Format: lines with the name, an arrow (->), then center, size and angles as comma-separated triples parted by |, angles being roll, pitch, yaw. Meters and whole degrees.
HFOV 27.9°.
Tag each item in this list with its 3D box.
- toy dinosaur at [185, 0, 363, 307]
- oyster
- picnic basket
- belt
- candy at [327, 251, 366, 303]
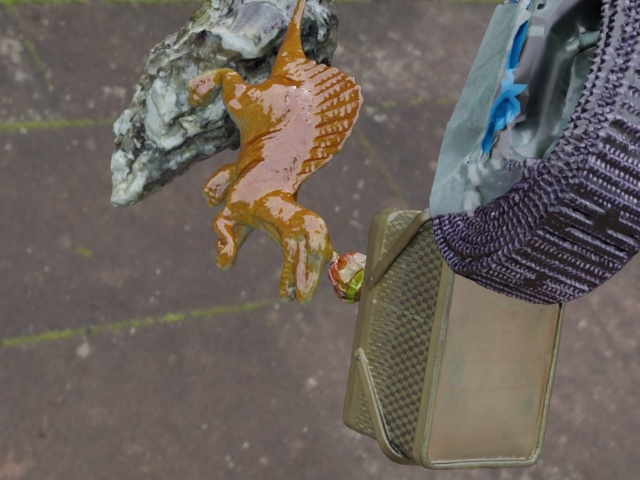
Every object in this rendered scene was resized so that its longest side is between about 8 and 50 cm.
toy dinosaur -> -0.021, -0.067, 0.725 | 0.057, 0.142, 0.212 | 28, 73, -36
oyster -> -0.099, -0.152, 1.198 | 0.252, 0.199, 0.087 | -12, 30, 6
picnic basket -> 0.137, 0.094, 1.300 | 0.165, 0.266, 0.139 | 4, 7, -32
belt -> 0.206, -0.107, 1.040 | 0.122, 0.324, 0.260 | 22, 0, -23
candy -> 0.000, 0.000, 1.578 | 0.060, 0.060, 0.201 | -17, 51, -39
